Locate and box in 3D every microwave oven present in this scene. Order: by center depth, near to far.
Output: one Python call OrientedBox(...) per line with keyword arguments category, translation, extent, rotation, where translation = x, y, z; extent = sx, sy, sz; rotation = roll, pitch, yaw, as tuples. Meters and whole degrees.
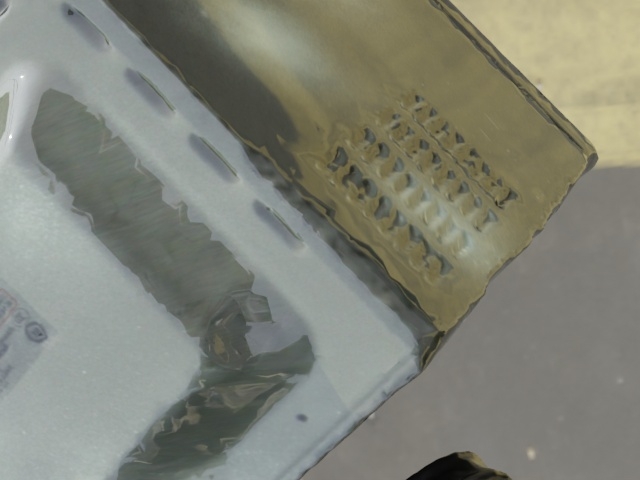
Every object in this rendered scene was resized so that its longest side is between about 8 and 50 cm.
OrientedBox(category="microwave oven", translation=(-0.115, 0.052, 0.789), extent=(0.236, 0.374, 0.432), rotation=(46, 118, 3))

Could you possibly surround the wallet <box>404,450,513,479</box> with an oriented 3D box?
OrientedBox(category="wallet", translation=(-0.032, 0.255, 0.767), extent=(0.051, 0.377, 0.197), rotation=(46, 171, 37))
